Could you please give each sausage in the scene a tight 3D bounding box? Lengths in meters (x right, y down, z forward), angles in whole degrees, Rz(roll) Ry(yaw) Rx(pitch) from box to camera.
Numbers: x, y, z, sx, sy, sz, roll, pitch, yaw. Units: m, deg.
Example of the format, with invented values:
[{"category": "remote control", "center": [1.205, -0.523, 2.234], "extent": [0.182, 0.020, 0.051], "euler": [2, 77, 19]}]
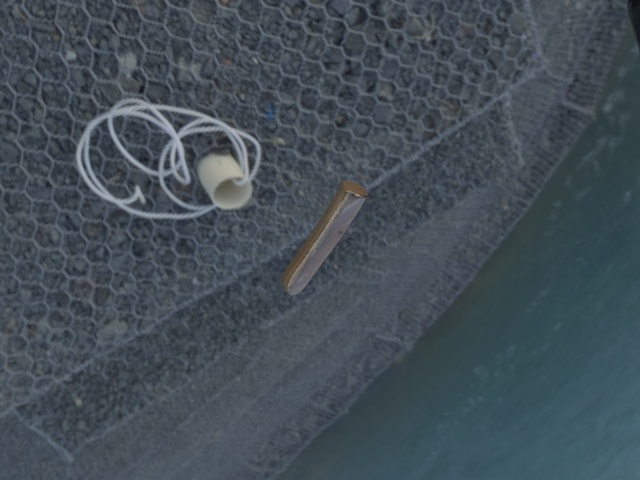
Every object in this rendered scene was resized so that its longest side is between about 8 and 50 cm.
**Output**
[{"category": "sausage", "center": [0.000, 0.000, 0.657], "extent": [0.026, 0.026, 0.116], "euler": [14, 121, -38]}]

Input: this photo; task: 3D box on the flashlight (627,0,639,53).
[{"category": "flashlight", "center": [0.272, -0.118, 0.231], "extent": [0.103, 0.424, 0.103], "euler": [-1, 92, -21]}]
